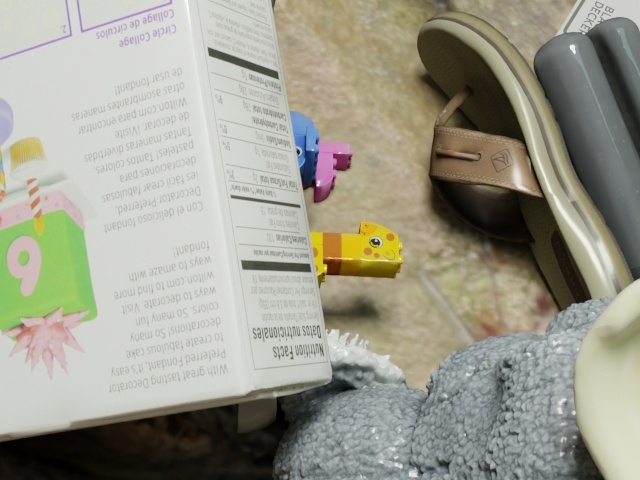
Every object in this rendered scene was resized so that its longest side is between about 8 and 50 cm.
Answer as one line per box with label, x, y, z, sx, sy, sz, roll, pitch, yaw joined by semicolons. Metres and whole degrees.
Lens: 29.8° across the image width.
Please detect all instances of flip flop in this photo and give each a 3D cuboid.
flip flop;0.117;-0.034;0.778;0.080;0.112;0.277;-21;66;-2

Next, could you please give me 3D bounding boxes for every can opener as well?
can opener;0.223;-0.006;0.727;0.076;0.095;0.283;-20;86;-22

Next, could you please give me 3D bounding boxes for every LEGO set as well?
LEGO set;0.000;0.000;0.744;0.093;0.087;0.227;3;58;-4

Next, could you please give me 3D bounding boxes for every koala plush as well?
koala plush;0.069;0.121;0.624;0.221;0.203;0.196;-4;79;24

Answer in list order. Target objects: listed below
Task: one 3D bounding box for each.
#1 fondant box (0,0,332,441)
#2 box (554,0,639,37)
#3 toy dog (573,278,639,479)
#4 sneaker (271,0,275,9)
fondant box;-0.143;-0.066;0.632;0.238;0.096;0.330;-13;81;24
box;0.313;-0.103;0.842;0.290;0.087;0.169;26;58;12
toy dog;0.368;0.074;0.551;0.395;0.284;0.408;56;31;8
sneaker;-0.088;-0.053;0.726;0.105;0.115;0.281;26;94;24
